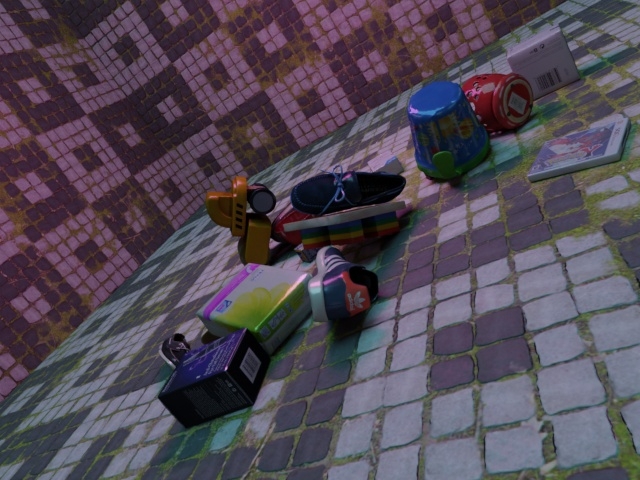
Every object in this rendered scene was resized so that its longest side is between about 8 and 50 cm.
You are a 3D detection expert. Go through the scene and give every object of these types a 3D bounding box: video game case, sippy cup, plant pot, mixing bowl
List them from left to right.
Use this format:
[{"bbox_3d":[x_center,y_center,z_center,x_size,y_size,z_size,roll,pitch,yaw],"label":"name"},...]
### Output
[{"bbox_3d":[-0.066,-0.045,1.777,0.182,0.098,0.181,-29,19,11],"label":"mixing bowl"},{"bbox_3d":[0.373,-0.348,1.501,0.240,0.224,0.305,-37,43,0],"label":"sippy cup"},{"bbox_3d":[0.572,-0.447,1.596,0.191,0.191,0.174,-40,24,-19],"label":"plant pot"},{"bbox_3d":[0.620,-0.218,1.189,0.201,0.023,0.183,-14,26,46],"label":"video game case"}]

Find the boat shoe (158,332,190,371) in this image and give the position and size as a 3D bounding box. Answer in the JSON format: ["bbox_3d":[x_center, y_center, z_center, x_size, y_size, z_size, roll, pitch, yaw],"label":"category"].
[{"bbox_3d":[-0.421,0.327,1.446,0.079,0.084,0.233,-38,16,-13],"label":"boat shoe"}]

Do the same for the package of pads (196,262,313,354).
[{"bbox_3d":[-0.161,0.171,1.329,0.297,0.101,0.229,6,42,47],"label":"package of pads"}]

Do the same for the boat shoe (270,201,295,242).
[{"bbox_3d":[-0.081,-0.126,1.959,0.355,0.132,0.130,-42,20,-27],"label":"boat shoe"}]

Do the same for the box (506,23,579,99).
[{"bbox_3d":[0.758,-0.603,1.688,0.181,0.181,0.119,-22,22,31],"label":"box"}]

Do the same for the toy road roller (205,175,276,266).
[{"bbox_3d":[-0.300,-0.069,1.807,0.241,0.329,0.202,2,12,-14],"label":"toy road roller"}]

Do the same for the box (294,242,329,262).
[{"bbox_3d":[0.000,0.000,1.622,0.169,0.054,0.059,-39,19,-20],"label":"box"}]

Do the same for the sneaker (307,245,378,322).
[{"bbox_3d":[0.065,0.098,1.193,0.148,0.131,0.350,-8,17,7],"label":"sneaker"}]

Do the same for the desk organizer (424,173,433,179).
[{"bbox_3d":[0.396,-0.256,1.617,0.130,0.050,0.047,-32,18,3],"label":"desk organizer"}]

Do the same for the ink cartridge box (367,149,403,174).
[{"bbox_3d":[0.250,-0.289,1.927,0.104,0.061,0.181,-30,19,9],"label":"ink cartridge box"}]

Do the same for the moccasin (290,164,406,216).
[{"bbox_3d":[0.083,-0.159,1.411,0.342,0.137,0.117,-14,-7,-20],"label":"moccasin"}]

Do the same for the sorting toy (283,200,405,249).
[{"bbox_3d":[0.073,-0.038,1.417,0.257,0.089,0.256,-15,5,-39],"label":"sorting toy"}]

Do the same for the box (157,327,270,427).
[{"bbox_3d":[-0.240,0.315,1.135,0.207,0.108,0.153,-26,20,21],"label":"box"}]

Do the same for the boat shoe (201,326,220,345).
[{"bbox_3d":[-0.288,0.241,1.475,0.170,0.063,0.059,-36,24,-6],"label":"boat shoe"}]
